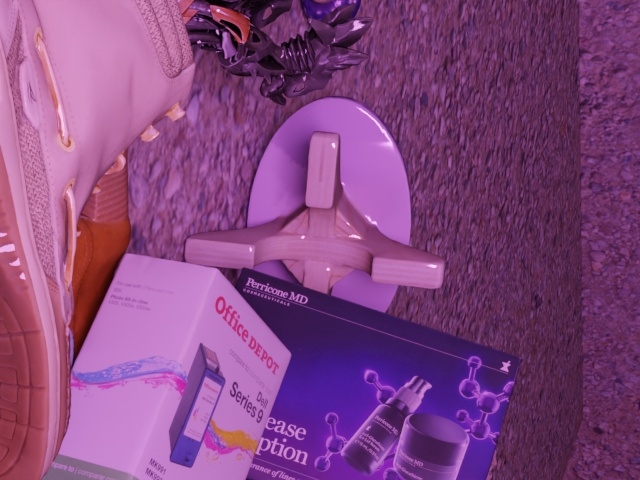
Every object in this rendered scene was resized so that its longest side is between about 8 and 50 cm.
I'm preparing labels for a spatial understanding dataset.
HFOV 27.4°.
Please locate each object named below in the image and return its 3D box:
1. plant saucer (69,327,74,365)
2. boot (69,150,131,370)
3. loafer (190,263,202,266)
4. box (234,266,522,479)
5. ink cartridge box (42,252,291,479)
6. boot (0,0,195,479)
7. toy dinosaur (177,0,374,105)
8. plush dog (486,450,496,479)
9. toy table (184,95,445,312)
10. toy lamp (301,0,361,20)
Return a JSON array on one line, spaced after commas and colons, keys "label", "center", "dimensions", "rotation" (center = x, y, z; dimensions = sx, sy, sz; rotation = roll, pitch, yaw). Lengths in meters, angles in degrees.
[{"label": "plant saucer", "center": [-0.235, 0.131, 0.879], "dimensions": [0.195, 0.037, 0.195], "rotation": [-59, 169, -18]}, {"label": "boot", "center": [-0.238, 0.042, 0.915], "dimensions": [0.295, 0.104, 0.211], "rotation": [-27, 135, -51]}, {"label": "loafer", "center": [-0.157, 0.092, 1.136], "dimensions": [0.268, 0.102, 0.092], "rotation": [-52, 143, -67]}, {"label": "box", "center": [0.023, 0.157, 1.159], "dimensions": [0.103, 0.261, 0.184], "rotation": [92, 16, -65]}, {"label": "ink cartridge box", "center": [-0.119, 0.138, 0.977], "dimensions": [0.154, 0.093, 0.212], "rotation": [56, 47, -53]}, {"label": "boot", "center": [-0.137, -0.024, 0.675], "dimensions": [0.203, 0.095, 0.262], "rotation": [-48, 137, -59]}, {"label": "toy dinosaur", "center": [-0.097, -0.205, 1.028], "dimensions": [0.218, 0.322, 0.164], "rotation": [10, 62, -38]}, {"label": "plush dog", "center": [0.062, 0.269, 1.679], "dimensions": [0.262, 0.210, 0.225], "rotation": [51, 59, -24]}, {"label": "toy table", "center": [0.000, 0.000, 1.338], "dimensions": [0.161, 0.252, 0.274], "rotation": [-66, 150, -75]}, {"label": "toy lamp", "center": [-0.032, -0.289, 1.341], "dimensions": [0.274, 0.080, 0.080], "rotation": [18, 80, -69]}]
